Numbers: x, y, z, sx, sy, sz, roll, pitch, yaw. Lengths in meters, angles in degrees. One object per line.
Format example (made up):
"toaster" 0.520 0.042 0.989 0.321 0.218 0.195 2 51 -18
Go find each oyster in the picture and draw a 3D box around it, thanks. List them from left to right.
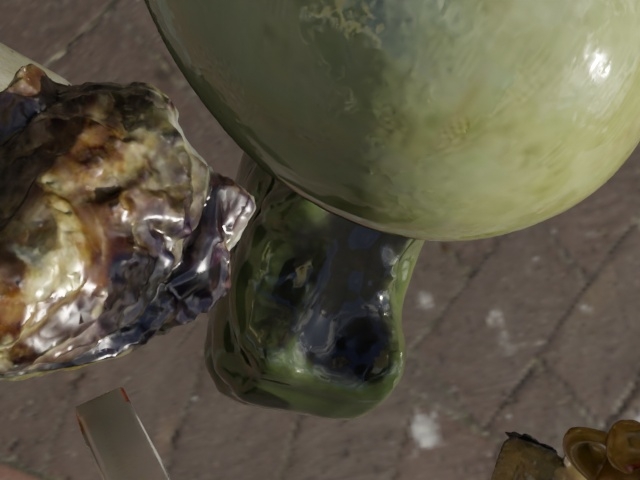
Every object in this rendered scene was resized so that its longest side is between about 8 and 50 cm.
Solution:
"oyster" -0.173 -0.007 1.127 0.275 0.100 0.271 20 56 -16

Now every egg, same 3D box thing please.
"egg" 0.028 -0.129 0.798 0.295 0.218 0.218 37 59 8

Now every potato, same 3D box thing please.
"potato" 0.207 0.265 1.480 0.138 0.243 0.098 20 71 15

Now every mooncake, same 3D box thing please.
"mooncake" 0.000 0.000 1.656 0.187 0.351 0.351 12 71 -8

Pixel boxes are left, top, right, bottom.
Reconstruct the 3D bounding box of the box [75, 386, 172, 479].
"box" -0.082 0.269 1.181 0.048 0.265 0.273 -25 112 -9

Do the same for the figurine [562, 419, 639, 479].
"figurine" 0.231 0.158 1.080 0.122 0.176 0.121 43 69 -28

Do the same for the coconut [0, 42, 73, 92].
"coconut" -0.315 -0.084 1.531 0.222 0.202 0.202 -21 89 -2
